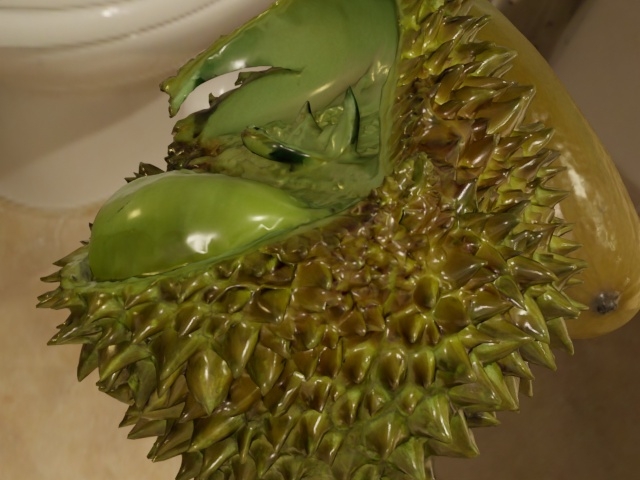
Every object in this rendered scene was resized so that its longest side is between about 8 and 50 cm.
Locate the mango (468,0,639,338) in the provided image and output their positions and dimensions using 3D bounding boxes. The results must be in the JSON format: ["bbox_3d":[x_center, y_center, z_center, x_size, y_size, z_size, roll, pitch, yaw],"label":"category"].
[{"bbox_3d":[0.102,-0.053,0.686,0.091,0.137,0.237,-30,79,-1],"label":"mango"}]

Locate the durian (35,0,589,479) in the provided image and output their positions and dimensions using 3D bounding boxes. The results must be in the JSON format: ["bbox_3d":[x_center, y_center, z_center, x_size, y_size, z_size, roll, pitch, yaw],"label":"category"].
[{"bbox_3d":[0.000,0.003,0.487,0.200,0.176,0.237,-14,35,11],"label":"durian"}]
